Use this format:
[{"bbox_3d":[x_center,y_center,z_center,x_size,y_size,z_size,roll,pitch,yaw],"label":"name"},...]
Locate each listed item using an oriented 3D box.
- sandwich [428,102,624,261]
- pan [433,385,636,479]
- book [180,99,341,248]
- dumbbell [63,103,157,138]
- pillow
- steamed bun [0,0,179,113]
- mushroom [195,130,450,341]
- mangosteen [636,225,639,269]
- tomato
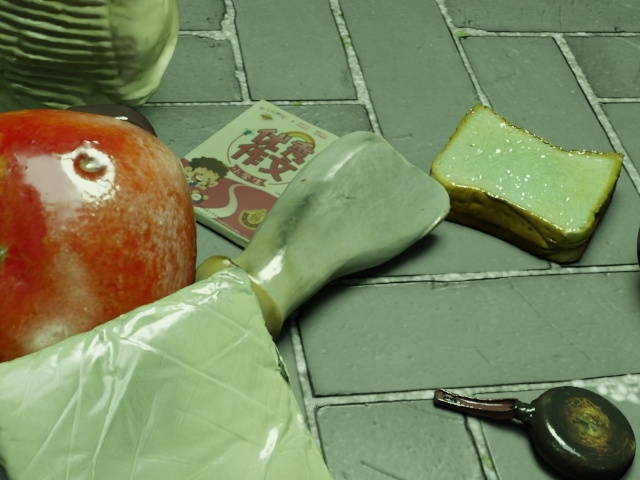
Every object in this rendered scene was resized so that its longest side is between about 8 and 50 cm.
[{"bbox_3d":[0.252,-0.073,1.385,0.214,0.065,0.186,25,46,16],"label":"sandwich"},{"bbox_3d":[0.221,0.179,1.136,0.212,0.040,0.115,17,39,8],"label":"pan"},{"bbox_3d":[-0.078,-0.087,1.375,0.162,0.022,0.232,30,48,20],"label":"book"},{"bbox_3d":[-0.237,-0.040,1.225,0.140,0.124,0.225,-4,45,-14],"label":"dumbbell"},{"bbox_3d":[-0.129,0.196,0.966,0.274,0.076,0.281,-23,87,-29],"label":"pillow"},{"bbox_3d":[-0.336,-0.324,1.338,0.339,0.352,0.247,7,52,2],"label":"steamed bun"},{"bbox_3d":[0.000,0.000,1.227,0.159,0.122,0.328,23,45,27],"label":"mushroom"},{"bbox_3d":[0.461,0.006,1.255,0.210,0.210,0.210,5,44,-5],"label":"mangosteen"},{"bbox_3d":[-0.273,0.021,1.031,0.338,0.144,0.338,1,81,-3],"label":"tomato"}]
